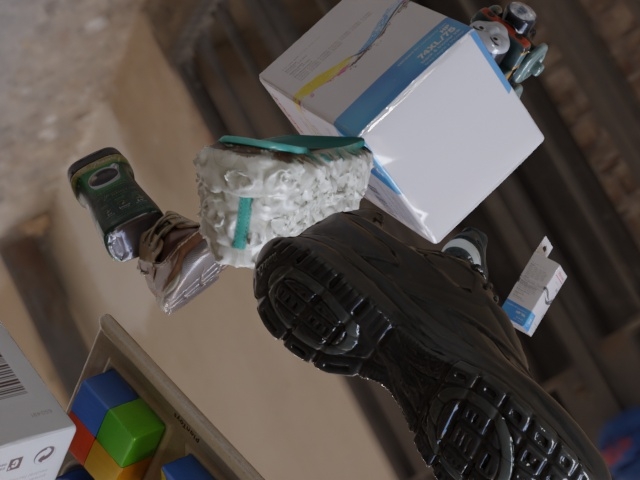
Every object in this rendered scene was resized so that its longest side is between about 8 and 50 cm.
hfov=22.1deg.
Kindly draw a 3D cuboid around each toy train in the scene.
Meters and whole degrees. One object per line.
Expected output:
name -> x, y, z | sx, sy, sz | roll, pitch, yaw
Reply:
toy train -> 0.225, -0.226, 2.560 | 0.190, 0.142, 0.334 | -35, 162, -46

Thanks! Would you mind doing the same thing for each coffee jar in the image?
coffee jar -> -0.296, -0.056, 2.359 | 0.096, 0.184, 0.079 | -26, 136, -11

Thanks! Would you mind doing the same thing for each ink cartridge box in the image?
ink cartridge box -> 0.199, 0.042, 1.495 | 0.083, 0.028, 0.048 | -59, 159, -4
ink cartridge box -> 0.097, -0.167, 2.053 | 0.197, 0.270, 0.198 | -44, 125, -7

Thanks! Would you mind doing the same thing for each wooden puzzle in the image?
wooden puzzle -> -0.195, 0.302, 1.774 | 0.080, 0.322, 0.348 | -22, 146, -43

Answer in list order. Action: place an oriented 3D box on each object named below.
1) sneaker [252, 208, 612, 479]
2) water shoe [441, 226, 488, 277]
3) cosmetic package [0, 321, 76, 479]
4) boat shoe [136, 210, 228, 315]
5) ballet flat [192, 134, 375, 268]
sneaker -> 0.094, 0.075, 1.117 | 0.130, 0.286, 0.109 | -36, 165, -45
water shoe -> 0.197, 0.079, 2.148 | 0.080, 0.073, 0.203 | -47, 145, -49
cosmetic package -> -0.455, 0.297, 1.831 | 0.161, 0.230, 0.453 | -12, 139, -42
boat shoe -> -0.203, 0.023, 2.267 | 0.123, 0.116, 0.324 | -36, 178, -17
ballet flat -> -0.041, -0.038, 1.590 | 0.147, 0.147, 0.409 | -31, 177, 13
